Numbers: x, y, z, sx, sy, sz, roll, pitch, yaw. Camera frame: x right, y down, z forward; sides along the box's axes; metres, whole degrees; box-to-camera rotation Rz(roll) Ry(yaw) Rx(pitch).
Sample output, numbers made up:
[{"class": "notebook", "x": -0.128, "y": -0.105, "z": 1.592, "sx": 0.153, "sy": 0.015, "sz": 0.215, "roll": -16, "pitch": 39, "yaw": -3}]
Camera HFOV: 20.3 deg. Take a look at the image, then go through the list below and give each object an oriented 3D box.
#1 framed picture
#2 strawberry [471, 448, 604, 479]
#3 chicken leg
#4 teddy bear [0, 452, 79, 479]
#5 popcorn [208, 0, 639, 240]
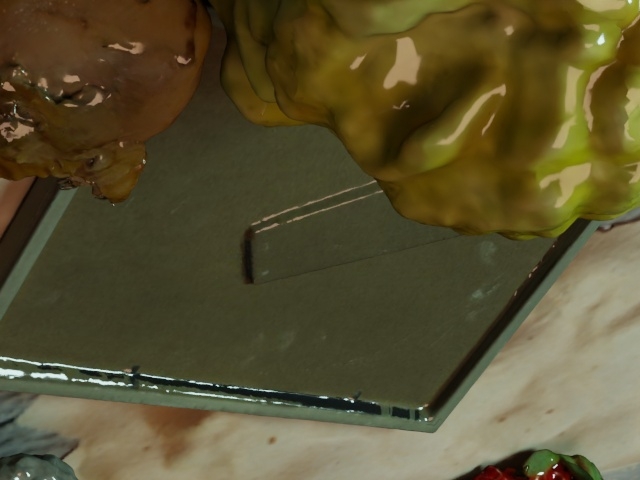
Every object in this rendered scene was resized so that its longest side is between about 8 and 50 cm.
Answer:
[{"class": "framed picture", "x": 0.000, "y": 0.000, "z": 0.868, "sx": 0.315, "sy": 0.024, "sz": 0.232, "roll": 12, "pitch": 125, "yaw": -38}, {"class": "strawberry", "x": 0.114, "y": 0.208, "z": 1.125, "sx": 0.146, "sy": 0.082, "sz": 0.187, "roll": 22, "pitch": 123, "yaw": -37}, {"class": "chicken leg", "x": -0.138, "y": -0.050, "z": 0.690, "sx": 0.207, "sy": 0.085, "sz": 0.101, "roll": -23, "pitch": 152, "yaw": 5}, {"class": "teddy bear", "x": -0.219, "y": 0.216, "z": 0.860, "sx": 0.267, "sy": 0.151, "sz": 0.236, "roll": -13, "pitch": 131, "yaw": -13}, {"class": "popcorn", "x": 0.079, "y": -0.103, "z": 0.675, "sx": 0.235, "sy": 0.217, "sz": 0.181, "roll": -21, "pitch": 110, "yaw": 34}]
